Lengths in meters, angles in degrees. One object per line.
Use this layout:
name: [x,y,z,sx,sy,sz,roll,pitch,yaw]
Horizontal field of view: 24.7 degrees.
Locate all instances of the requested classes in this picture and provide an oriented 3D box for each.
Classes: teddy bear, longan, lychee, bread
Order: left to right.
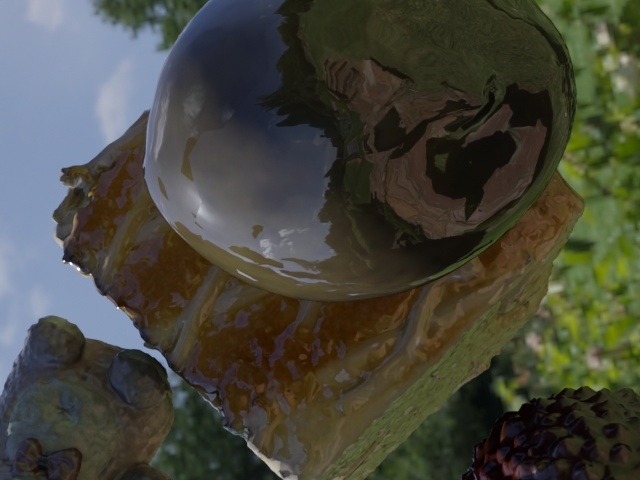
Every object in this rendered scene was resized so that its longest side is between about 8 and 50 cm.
teddy bear: [-0.244,0.211,1.345,0.151,0.236,0.267,90,-157,-59]
bread: [0.000,0.000,1.393,0.371,0.390,0.279,43,169,18]
longan: [0.029,-0.088,1.068,0.350,0.288,0.288,-25,-75,-50]
lychee: [0.258,0.269,1.235,0.306,0.330,0.306,-179,90,-77]

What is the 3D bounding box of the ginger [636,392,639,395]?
ginger: [0.325,0.198,1.528,0.137,0.057,0.044,-10,-51,-64]
